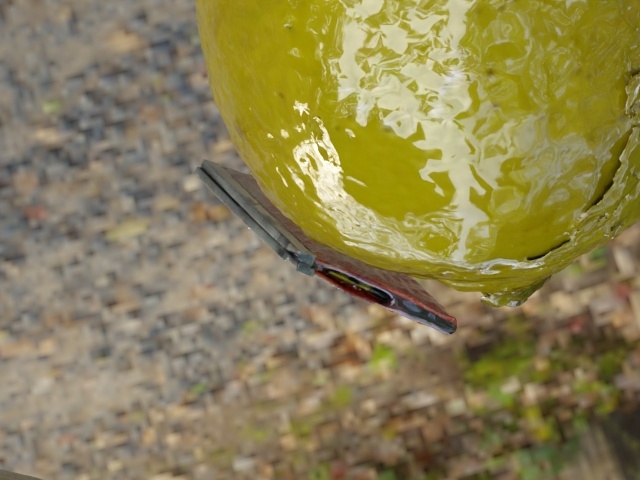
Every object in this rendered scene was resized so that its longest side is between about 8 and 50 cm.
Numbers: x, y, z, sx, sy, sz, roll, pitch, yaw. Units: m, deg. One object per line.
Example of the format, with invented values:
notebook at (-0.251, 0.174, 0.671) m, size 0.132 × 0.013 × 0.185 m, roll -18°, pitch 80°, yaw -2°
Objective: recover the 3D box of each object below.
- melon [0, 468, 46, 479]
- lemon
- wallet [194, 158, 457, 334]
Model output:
melon at (-0.152, 0.213, 0.815) m, size 0.301 × 0.237 × 0.237 m, roll 21°, pitch 145°, yaw -17°
lemon at (0.063, -0.109, 0.916) m, size 0.253 × 0.253 × 0.310 m, roll -12°, pitch 114°, yaw -10°
wallet at (0.000, 0.000, 1.096) m, size 0.103 × 0.196 × 0.020 m, roll 20°, pitch 99°, yaw -24°
